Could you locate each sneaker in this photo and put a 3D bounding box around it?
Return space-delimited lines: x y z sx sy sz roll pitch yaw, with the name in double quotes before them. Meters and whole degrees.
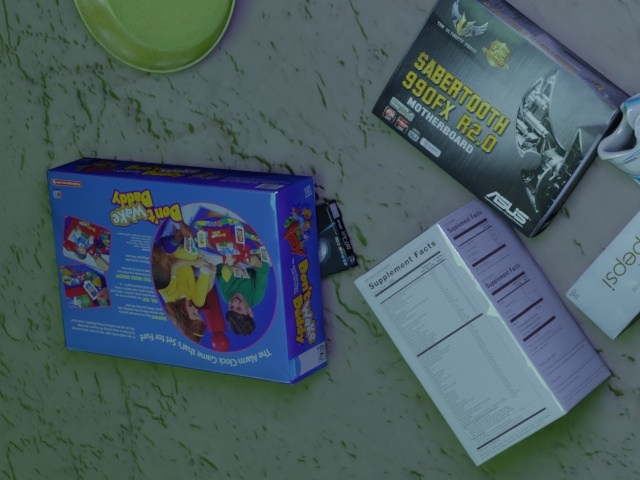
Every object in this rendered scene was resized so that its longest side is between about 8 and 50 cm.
"sneaker" 0.351 -0.135 1.862 0.190 0.083 0.071 -54 34 29

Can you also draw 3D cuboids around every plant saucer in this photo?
"plant saucer" -0.191 -0.318 2.167 0.241 0.037 0.241 10 110 28

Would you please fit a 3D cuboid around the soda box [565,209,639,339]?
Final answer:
"soda box" 0.354 0.001 1.922 0.074 0.069 0.216 45 123 12

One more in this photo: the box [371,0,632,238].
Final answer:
"box" 0.192 -0.143 1.981 0.231 0.056 0.183 40 122 14

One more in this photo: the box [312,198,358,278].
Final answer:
"box" 0.000 0.000 2.162 0.067 0.018 0.083 -16 96 33

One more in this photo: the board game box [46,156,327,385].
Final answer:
"board game box" -0.164 0.031 2.221 0.347 0.078 0.233 7 108 33

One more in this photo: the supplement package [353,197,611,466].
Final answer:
"supplement package" 0.177 0.094 2.016 0.139 0.134 0.244 -36 86 34
